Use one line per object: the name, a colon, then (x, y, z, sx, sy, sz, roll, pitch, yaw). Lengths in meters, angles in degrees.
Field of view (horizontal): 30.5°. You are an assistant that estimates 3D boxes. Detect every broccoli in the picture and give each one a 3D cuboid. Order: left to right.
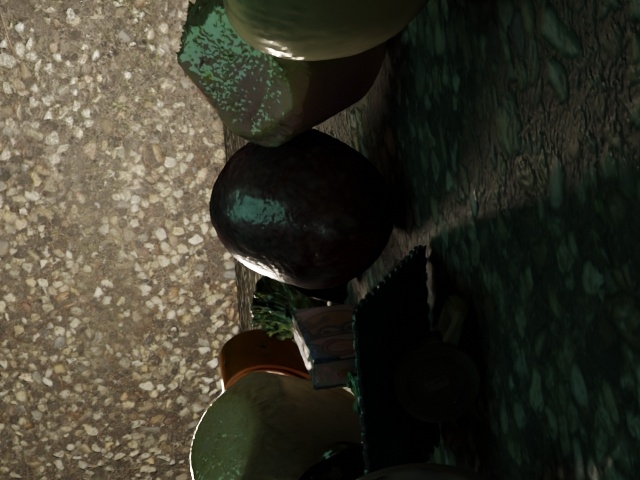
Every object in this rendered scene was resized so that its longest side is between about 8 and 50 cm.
broccoli: (-0.013, 0.151, 1.983, 0.304, 0.145, 0.165, 43, 147, 55)

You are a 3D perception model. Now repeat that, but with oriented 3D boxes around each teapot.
teapot: (0.135, 0.127, 1.269, 0.092, 0.124, 0.091, 43, -164, -12)

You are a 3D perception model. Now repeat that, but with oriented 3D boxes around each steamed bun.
steamed bun: (0.019, -0.331, 1.070, 0.312, 0.233, 0.333, 95, 172, -60)

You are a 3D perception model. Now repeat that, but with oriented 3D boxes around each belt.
belt: (-0.084, 0.271, 2.181, 0.261, 0.184, 0.105, 51, -163, -47)

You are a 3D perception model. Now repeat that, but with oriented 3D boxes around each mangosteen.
mangosteen: (0.050, 0.362, 1.638, 0.230, 0.194, 0.194, -79, -8, -48)

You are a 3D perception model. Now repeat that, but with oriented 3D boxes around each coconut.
coconut: (-0.038, -0.252, 1.461, 0.233, 0.245, 0.233, 21, 128, 28)
coconut: (-0.043, 0.359, 1.875, 0.329, 0.329, 0.328, 172, 90, -80)

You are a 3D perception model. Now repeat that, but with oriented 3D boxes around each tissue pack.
tissue pack: (0.027, 0.157, 1.744, 0.155, 0.116, 0.065, -115, 22, -61)

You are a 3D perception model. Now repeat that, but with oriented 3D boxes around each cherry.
cherry: (-0.017, -0.039, 1.527, 0.203, 0.230, 0.300, -57, 26, -12)

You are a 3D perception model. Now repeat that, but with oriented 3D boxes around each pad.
pad: (0.089, 0.161, 1.308, 0.270, 0.012, 0.269, -34, -58, -65)

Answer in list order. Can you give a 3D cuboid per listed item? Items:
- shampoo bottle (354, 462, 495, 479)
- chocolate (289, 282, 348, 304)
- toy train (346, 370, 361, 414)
shampoo bottle: (0.097, 0.355, 1.062, 0.266, 0.273, 0.273, 82, 174, -54)
chocolate: (0.000, 0.000, 1.812, 0.133, 0.156, 0.156, -62, 24, 20)
toy train: (0.089, 0.220, 1.595, 0.178, 0.071, 0.104, 172, 79, -79)
